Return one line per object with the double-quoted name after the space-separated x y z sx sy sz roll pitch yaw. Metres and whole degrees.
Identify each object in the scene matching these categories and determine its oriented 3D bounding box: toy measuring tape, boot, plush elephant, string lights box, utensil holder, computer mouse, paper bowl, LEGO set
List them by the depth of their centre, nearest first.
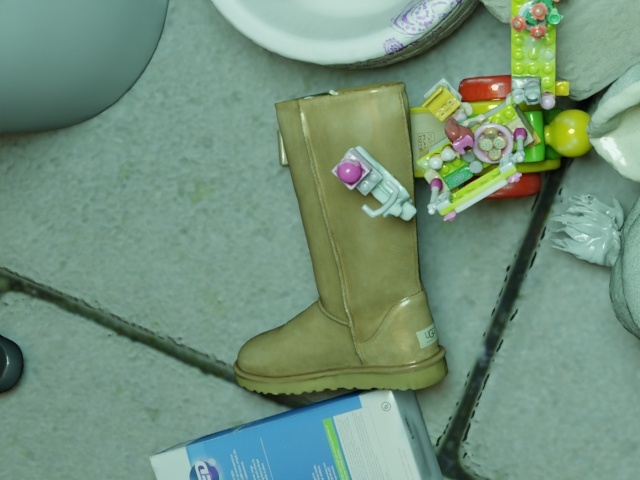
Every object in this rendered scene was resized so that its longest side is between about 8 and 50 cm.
0.133 -0.116 1.099 0.132 0.107 0.287 33 113 -5 "LEGO set"
0.342 -0.035 1.118 0.330 0.272 0.255 36 132 36 "plush elephant"
-0.346 -0.252 1.258 0.328 0.385 0.327 2 95 18 "utensil holder"
0.031 -0.297 1.260 0.284 0.148 0.284 1 94 18 "paper bowl"
0.000 0.000 1.287 0.236 0.089 0.269 -6 102 30 "boot"
0.114 -0.093 1.291 0.330 0.121 0.121 0 94 40 "toy measuring tape"
-0.022 0.232 1.352 0.260 0.077 0.133 -18 88 18 "string lights box"
-0.415 0.115 1.494 0.242 0.041 0.071 12 89 23 "computer mouse"

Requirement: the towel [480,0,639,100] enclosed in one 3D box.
0.260 -0.255 1.126 0.282 0.049 0.187 -37 117 23 "towel"
